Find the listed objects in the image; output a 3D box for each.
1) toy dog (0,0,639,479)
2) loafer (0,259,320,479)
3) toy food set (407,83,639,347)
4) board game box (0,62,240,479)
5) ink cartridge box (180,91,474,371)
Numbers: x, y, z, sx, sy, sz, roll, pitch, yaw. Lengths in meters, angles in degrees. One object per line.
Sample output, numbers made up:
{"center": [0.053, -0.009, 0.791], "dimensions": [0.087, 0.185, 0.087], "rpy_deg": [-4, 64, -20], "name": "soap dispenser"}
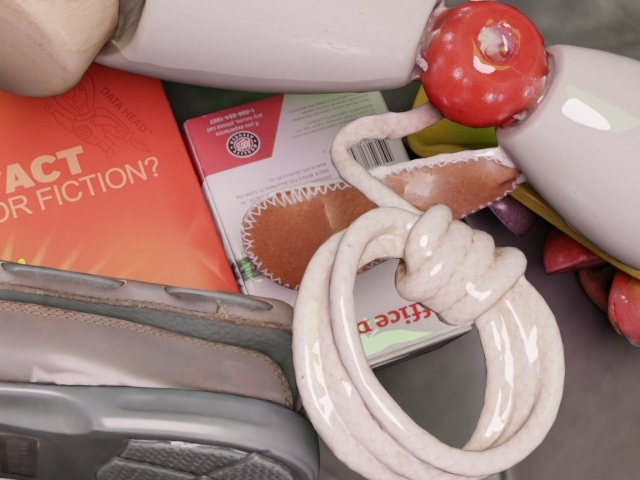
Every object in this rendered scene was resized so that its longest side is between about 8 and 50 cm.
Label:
{"center": [-0.012, -0.072, 0.426], "dimensions": [0.220, 0.161, 0.333], "rpy_deg": [-43, 91, -20], "name": "toy dog"}
{"center": [-0.130, 0.041, 0.401], "dimensions": [0.268, 0.096, 0.084], "rpy_deg": [14, 50, -14], "name": "loafer"}
{"center": [0.131, -0.002, 0.530], "dimensions": [0.218, 0.071, 0.128], "rpy_deg": [36, 34, 11], "name": "toy food set"}
{"center": [-0.140, 0.086, 0.456], "dimensions": [0.242, 0.064, 0.316], "rpy_deg": [-18, 77, -17], "name": "board game box"}
{"center": [0.000, 0.000, 0.517], "dimensions": [0.099, 0.056, 0.135], "rpy_deg": [-17, 76, -16], "name": "ink cartridge box"}
